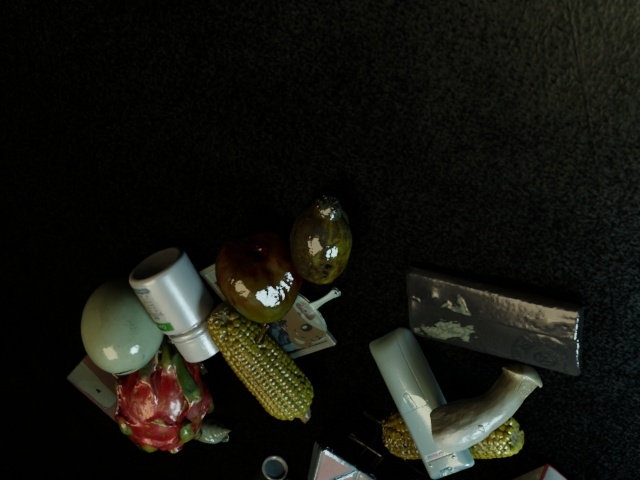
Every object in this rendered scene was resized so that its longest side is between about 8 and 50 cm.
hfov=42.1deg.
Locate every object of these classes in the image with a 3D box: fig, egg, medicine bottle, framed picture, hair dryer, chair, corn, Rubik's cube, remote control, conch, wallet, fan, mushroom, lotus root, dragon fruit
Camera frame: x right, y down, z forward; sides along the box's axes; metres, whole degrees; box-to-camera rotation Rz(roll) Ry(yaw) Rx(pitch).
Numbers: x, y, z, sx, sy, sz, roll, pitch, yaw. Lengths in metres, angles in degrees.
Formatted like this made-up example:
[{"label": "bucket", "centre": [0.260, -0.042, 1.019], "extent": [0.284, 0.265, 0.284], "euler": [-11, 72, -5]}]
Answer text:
[{"label": "fig", "centre": [-0.114, 0.107, 1.629], "extent": [0.145, 0.170, 0.274], "euler": [50, 151, 43]}, {"label": "egg", "centre": [-0.445, 0.187, 1.885], "extent": [0.187, 0.253, 0.186], "euler": [-4, 139, -3]}, {"label": "medicine bottle", "centre": [-0.303, 0.142, 1.818], "extent": [0.139, 0.139, 0.237], "euler": [-5, 124, 38]}, {"label": "framed picture", "centre": [-0.113, 0.138, 1.769], "extent": [0.281, 0.019, 0.209], "euler": [50, 137, -12]}, {"label": "hair dryer", "centre": [-0.058, 0.664, 2.164], "extent": [0.255, 0.070, 0.128], "euler": [32, 139, 0]}, {"label": "chair", "centre": [0.158, 0.477, 1.832], "extent": [0.212, 0.084, 0.101], "euler": [31, 142, 9]}, {"label": "corn", "centre": [-0.126, 0.268, 1.794], "extent": [0.322, 0.119, 0.119], "euler": [51, 137, -6]}, {"label": "Rubik's cube", "centre": [0.040, 0.555, 1.846], "extent": [0.233, 0.228, 0.228], "euler": [-29, 78, 38]}, {"label": "remote control", "centre": [0.188, 0.315, 1.609], "extent": [0.103, 0.051, 0.293], "euler": [-33, 79, 35]}, {"label": "conch", "centre": [-0.281, 0.497, 2.179], "extent": [0.180, 0.088, 0.065], "euler": [-12, 75, 48]}, {"label": "wallet", "centre": [0.301, 0.144, 1.468], "extent": [0.321, 0.044, 0.170], "euler": [12, 134, 27]}, {"label": "corn", "centre": [0.253, 0.385, 1.669], "extent": [0.318, 0.115, 0.115], "euler": [-13, 118, 39]}, {"label": "fan", "centre": [-0.028, 0.142, 1.693], "extent": [0.152, 0.008, 0.227], "euler": [48, 138, -9]}, {"label": "mushroom", "centre": [0.300, 0.302, 1.510], "extent": [0.223, 0.092, 0.081], "euler": [-38, 118, 13]}, {"label": "lotus root", "centre": [0.000, 0.000, 1.492], "extent": [0.120, 0.120, 0.209], "euler": [23, 136, 16]}, {"label": "dragon fruit", "centre": [-0.379, 0.372, 2.011], "extent": [0.231, 0.237, 0.302], "euler": [0, 118, 9]}]

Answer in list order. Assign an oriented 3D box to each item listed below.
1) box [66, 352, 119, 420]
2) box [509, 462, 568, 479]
[{"label": "box", "centre": [-0.547, 0.376, 2.230], "extent": [0.215, 0.086, 0.215], "euler": [43, 138, -6]}, {"label": "box", "centre": [0.426, 0.685, 1.655], "extent": [0.300, 0.312, 0.314], "euler": [40, 139, -1]}]
